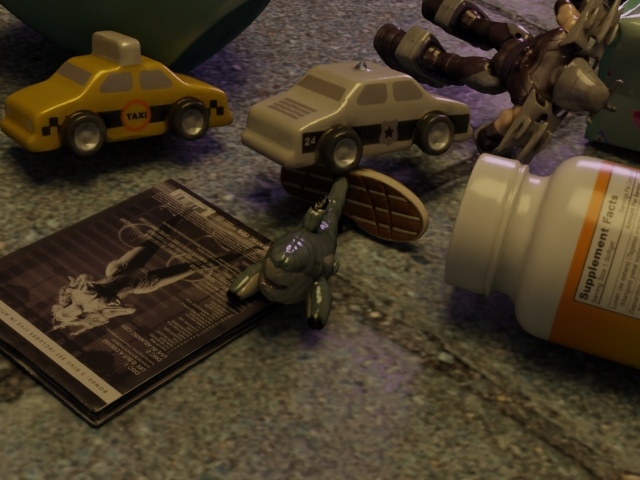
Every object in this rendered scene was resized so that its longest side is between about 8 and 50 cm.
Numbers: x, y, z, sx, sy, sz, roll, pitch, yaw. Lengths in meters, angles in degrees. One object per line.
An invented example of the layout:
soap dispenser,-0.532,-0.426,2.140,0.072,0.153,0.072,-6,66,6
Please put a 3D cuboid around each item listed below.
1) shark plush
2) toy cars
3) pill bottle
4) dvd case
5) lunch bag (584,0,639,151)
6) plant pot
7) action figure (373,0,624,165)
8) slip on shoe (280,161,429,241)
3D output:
shark plush,0.000,0.000,0.808,0.073,0.067,0.161,25,37,21
toy cars,-0.070,-0.123,0.931,0.394,0.087,0.176,4,21,7
pill bottle,0.219,0.018,0.794,0.246,0.136,0.136,17,36,13
dvd case,-0.132,0.033,0.806,0.164,0.018,0.221,31,40,27
lunch bag,0.409,-0.177,1.081,0.223,0.160,0.262,21,39,26
plant pot,-0.156,-0.266,1.045,0.195,0.290,0.290,52,44,-2
action figure,0.175,-0.163,1.020,0.185,0.099,0.285,-50,37,-2
slip on shoe,0.032,-0.039,0.918,0.135,0.051,0.041,19,24,26
